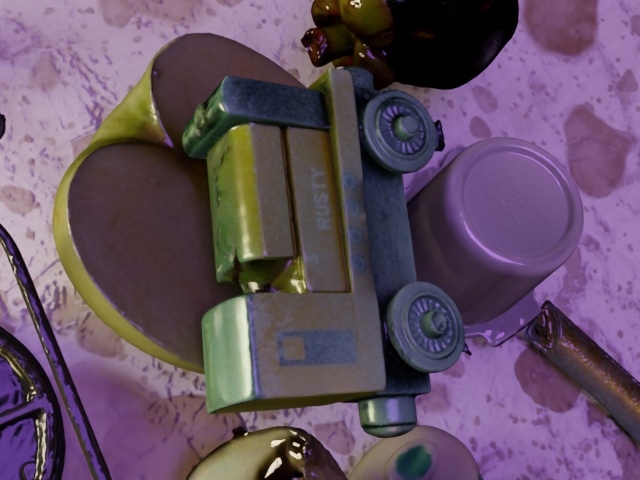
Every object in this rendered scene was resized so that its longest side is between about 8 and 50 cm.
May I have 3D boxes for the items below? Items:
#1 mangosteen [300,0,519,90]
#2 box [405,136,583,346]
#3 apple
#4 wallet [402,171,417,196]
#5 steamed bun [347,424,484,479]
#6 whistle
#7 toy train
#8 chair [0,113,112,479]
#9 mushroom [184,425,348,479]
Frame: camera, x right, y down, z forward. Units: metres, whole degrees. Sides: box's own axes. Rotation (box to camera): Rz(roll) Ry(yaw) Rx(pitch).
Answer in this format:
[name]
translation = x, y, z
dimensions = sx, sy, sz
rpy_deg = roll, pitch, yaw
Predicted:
[mangosteen]
translation = 0.111, -0.318, 1.058
dimensions = 0.287, 0.287, 0.233
rpy_deg = -5, 100, -20
[box]
translation = 0.222, -0.032, 1.035
dimensions = 0.262, 0.206, 0.291
rpy_deg = 17, 68, -8
[apple]
translation = -0.094, -0.020, 0.891
dimensions = 0.360, 0.312, 0.320
rpy_deg = 39, 100, -20
[wallet]
translation = 0.039, -0.106, 1.054
dimensions = 0.190, 0.033, 0.095
rpy_deg = 27, 67, 23
[steamed bun]
translation = 0.113, 0.333, 0.945
dimensions = 0.177, 0.130, 0.228
rpy_deg = 33, 69, -7
[whistle]
translation = 0.420, 0.214, 1.124
dimensions = 0.326, 0.057, 0.068
rpy_deg = 42, 66, -3
[toy train]
translation = 0.000, 0.000, 0.803
dimensions = 0.253, 0.160, 0.398
rpy_deg = 3, 73, -28
[chair]
translation = -0.373, 0.179, 0.666
dimensions = 0.364, 0.410, 0.362
rpy_deg = -22, 83, -23
[mushroom]
translation = -0.024, 0.316, 0.833
dimensions = 0.211, 0.292, 0.218
rpy_deg = 12, 61, -26
